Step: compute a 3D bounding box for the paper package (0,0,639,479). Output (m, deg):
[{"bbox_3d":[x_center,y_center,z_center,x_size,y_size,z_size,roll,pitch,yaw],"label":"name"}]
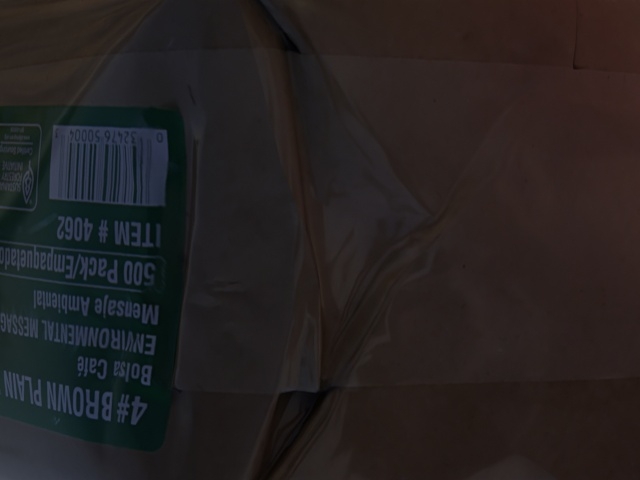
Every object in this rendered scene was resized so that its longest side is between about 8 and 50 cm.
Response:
[{"bbox_3d":[0.000,0.000,0.708,0.309,0.168,0.325,-1,-177,-34],"label":"paper package"}]
